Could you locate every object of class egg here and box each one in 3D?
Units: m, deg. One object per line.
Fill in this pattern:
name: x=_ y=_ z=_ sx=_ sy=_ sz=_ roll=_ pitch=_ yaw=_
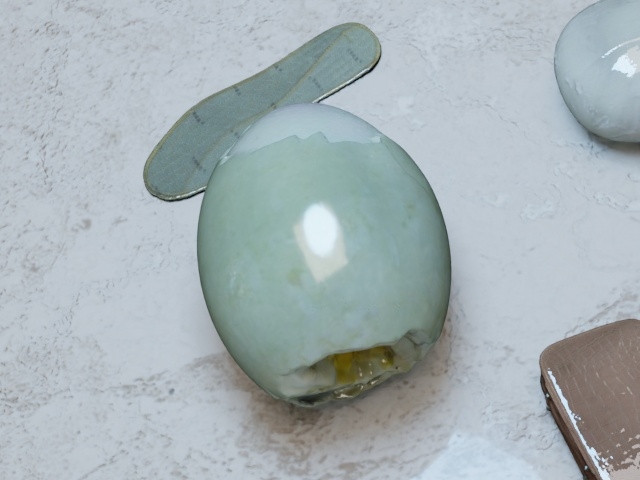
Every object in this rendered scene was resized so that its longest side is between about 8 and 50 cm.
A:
egg: x=0.000 y=0.000 z=1.819 sx=0.278 sy=0.278 sz=0.336 roll=-15 pitch=68 yaw=1

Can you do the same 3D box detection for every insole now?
insole: x=-0.074 y=-0.164 z=2.068 sx=0.348 sy=0.009 sz=0.119 roll=-34 pitch=63 yaw=-9

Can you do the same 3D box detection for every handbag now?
handbag: x=0.331 y=0.184 z=1.798 sx=0.151 sy=0.072 sz=0.193 roll=-25 pitch=60 yaw=-4

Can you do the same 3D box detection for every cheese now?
cheese: x=0.370 y=-0.202 z=1.944 sx=0.189 sy=0.154 sz=0.198 roll=-16 pitch=62 yaw=6
